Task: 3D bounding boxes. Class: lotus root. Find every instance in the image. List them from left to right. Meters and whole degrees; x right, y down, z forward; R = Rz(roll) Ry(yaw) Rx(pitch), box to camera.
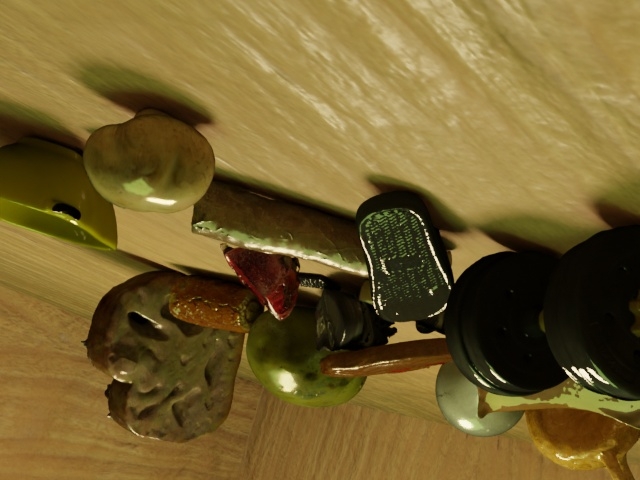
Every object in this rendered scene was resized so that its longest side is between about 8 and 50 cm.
[{"bbox_3d":[-0.316,0.242,2.176,0.111,0.375,0.390,-1,122,49],"label":"lotus root"}]

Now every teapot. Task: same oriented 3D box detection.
[{"bbox_3d":[0.316,0.257,1.870,0.184,0.183,0.251,15,156,2],"label":"teapot"},{"bbox_3d":[0.484,0.325,1.791,0.203,0.311,0.167,-35,140,12],"label":"teapot"}]

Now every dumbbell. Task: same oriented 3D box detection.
[{"bbox_3d":[0.283,0.088,1.144,0.185,0.185,0.388,20,166,-19],"label":"dumbbell"}]

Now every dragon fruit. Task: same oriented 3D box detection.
[{"bbox_3d":[-0.081,0.046,1.637,0.147,0.096,0.102,44,172,32],"label":"dragon fruit"}]

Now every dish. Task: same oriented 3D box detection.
[{"bbox_3d":[-0.386,-0.076,1.413,0.221,0.108,0.262,16,169,2],"label":"dish"}]

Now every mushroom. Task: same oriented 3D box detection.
[{"bbox_3d":[-0.190,-0.088,1.124,0.148,0.112,0.148,12,166,3],"label":"mushroom"}]

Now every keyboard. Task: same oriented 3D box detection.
[{"bbox_3d":[-0.056,0.071,1.844,0.204,0.013,0.061,4,162,42],"label":"keyboard"}]

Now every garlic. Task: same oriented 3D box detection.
[{"bbox_3d":[0.386,0.179,1.400,0.339,0.196,0.151,10,-178,14],"label":"garlic"}]

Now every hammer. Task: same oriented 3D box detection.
[{"bbox_3d":[0.168,0.121,1.728,0.226,0.041,0.159,26,163,-37],"label":"hammer"}]

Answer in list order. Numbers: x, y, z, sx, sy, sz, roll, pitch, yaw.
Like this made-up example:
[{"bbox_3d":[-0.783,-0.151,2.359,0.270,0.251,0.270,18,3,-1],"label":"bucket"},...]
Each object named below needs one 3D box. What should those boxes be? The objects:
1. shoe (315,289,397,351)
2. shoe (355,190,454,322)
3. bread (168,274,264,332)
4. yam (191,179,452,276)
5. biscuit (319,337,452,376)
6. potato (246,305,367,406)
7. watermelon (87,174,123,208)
[{"bbox_3d":[0.075,0.144,1.808,0.149,0.109,0.293,-3,170,-10],"label":"shoe"},{"bbox_3d":[0.103,0.006,1.254,0.108,0.093,0.241,-10,140,8],"label":"shoe"},{"bbox_3d":[-0.210,0.130,2.070,0.172,0.103,0.132,12,178,23],"label":"bread"},{"bbox_3d":[0.000,0.000,1.343,0.357,0.081,0.081,16,167,-3],"label":"yam"},{"bbox_3d":[0.131,0.211,1.785,0.257,0.049,0.273,-11,168,17],"label":"biscuit"},{"bbox_3d":[-0.027,0.237,2.058,0.216,0.215,0.304,5,178,38],"label":"potato"},{"bbox_3d":[-0.248,-0.087,1.295,0.085,0.092,0.072,16,-151,40],"label":"watermelon"}]
